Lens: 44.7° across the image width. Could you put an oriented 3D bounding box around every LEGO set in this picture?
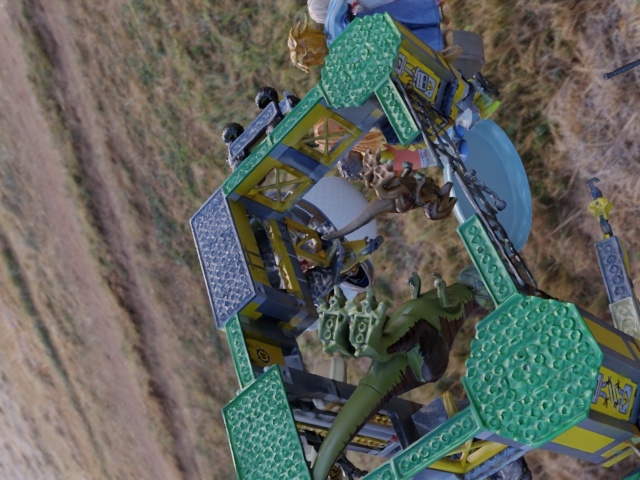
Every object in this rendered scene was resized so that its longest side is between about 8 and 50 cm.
[{"bbox_3d":[0.069,0.046,0.472,0.255,0.192,0.331,-49,44,19],"label":"LEGO set"}]

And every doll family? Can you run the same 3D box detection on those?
[{"bbox_3d":[0.055,-0.173,0.780,0.118,0.163,0.263,-15,-85,-89],"label":"doll family"}]

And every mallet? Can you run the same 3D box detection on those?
[{"bbox_3d":[0.710,-0.395,1.689,0.039,0.189,0.062,64,175,-11],"label":"mallet"}]

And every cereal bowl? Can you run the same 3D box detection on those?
[{"bbox_3d":[-0.017,0.058,1.393,0.141,0.339,0.339,43,146,20],"label":"cereal bowl"}]

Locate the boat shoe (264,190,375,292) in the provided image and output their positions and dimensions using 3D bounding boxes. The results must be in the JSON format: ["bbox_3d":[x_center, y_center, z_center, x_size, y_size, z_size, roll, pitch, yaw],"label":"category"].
[{"bbox_3d":[0.000,0.000,1.001,0.183,0.066,0.066,35,-179,-10],"label":"boat shoe"}]

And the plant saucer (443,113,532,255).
[{"bbox_3d":[0.361,-0.118,1.698,0.043,0.317,0.318,-18,106,43],"label":"plant saucer"}]

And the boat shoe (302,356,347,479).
[{"bbox_3d":[-0.020,0.210,0.866,0.098,0.302,0.109,1,105,4],"label":"boat shoe"}]

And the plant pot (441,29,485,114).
[{"bbox_3d":[0.272,-0.345,1.977,0.323,0.323,0.280,-12,86,55],"label":"plant pot"}]
